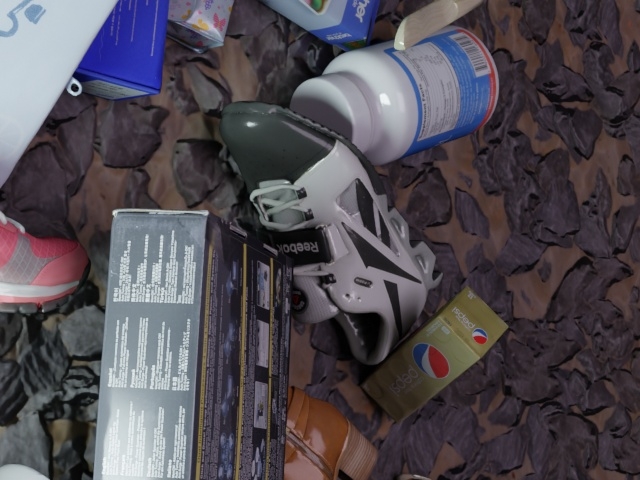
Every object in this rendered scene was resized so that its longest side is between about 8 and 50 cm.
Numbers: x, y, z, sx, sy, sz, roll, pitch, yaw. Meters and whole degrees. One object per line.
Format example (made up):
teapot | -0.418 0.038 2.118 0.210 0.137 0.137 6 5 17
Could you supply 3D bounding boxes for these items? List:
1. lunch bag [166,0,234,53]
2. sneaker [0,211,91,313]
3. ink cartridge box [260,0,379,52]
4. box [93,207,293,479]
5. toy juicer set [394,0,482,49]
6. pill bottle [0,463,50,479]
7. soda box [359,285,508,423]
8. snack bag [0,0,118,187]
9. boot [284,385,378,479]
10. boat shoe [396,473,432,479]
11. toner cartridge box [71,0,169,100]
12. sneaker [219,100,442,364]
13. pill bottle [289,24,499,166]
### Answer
lunch bag | -0.128 -0.230 1.759 0.083 0.053 0.071 26 68 -31
sneaker | -0.313 -0.014 1.498 0.314 0.116 0.136 4 95 -44
ink cartridge box | -0.022 -0.327 1.867 0.311 0.065 0.186 28 68 -42
box | -0.106 0.188 1.613 0.318 0.097 0.395 33 59 -77
toy juicer set | 0.080 -0.335 1.872 0.209 0.089 0.329 2 75 -57
pill bottle | -0.332 0.306 1.427 0.318 0.176 0.176 -33 109 -41
soda box | 0.114 0.120 1.877 0.061 0.181 0.058 45 52 1
snack bag | -0.316 -0.199 1.473 0.323 0.037 0.342 23 104 -40
boot | -0.040 0.243 1.805 0.152 0.073 0.197 38 62 -27
boat shoe | 0.135 0.285 1.984 0.137 0.049 0.043 21 33 -41
toner cartridge box | -0.213 -0.314 1.664 0.165 0.075 0.348 14 78 -44
sneaker | 0.000 0.000 1.816 0.330 0.122 0.146 47 57 -33
pill bottle | 0.074 -0.146 1.902 0.221 0.124 0.124 -20 101 -43
